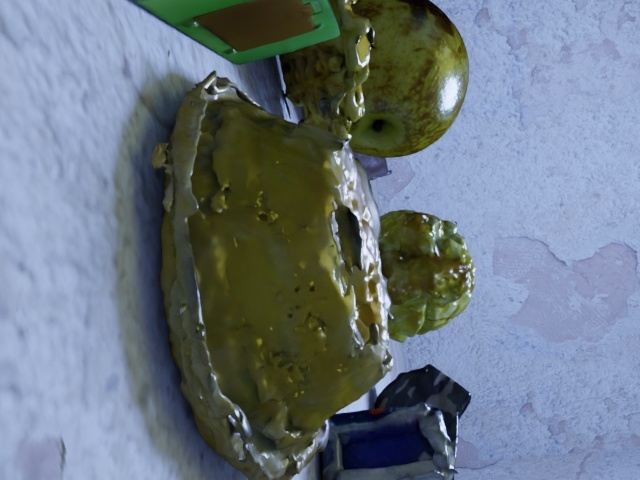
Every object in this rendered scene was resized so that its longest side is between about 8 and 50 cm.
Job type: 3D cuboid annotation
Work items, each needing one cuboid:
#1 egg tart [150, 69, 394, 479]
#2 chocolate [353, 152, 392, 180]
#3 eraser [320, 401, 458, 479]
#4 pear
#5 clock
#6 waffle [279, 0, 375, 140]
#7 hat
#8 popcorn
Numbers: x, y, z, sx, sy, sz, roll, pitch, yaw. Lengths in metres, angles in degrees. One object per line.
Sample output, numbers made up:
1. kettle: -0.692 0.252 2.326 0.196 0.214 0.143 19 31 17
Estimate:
1. egg tart: -0.012 0.024 0.425 0.315 0.120 0.315 -10 90 -77
2. chocolate: 0.099 -0.278 1.427 0.321 0.111 0.112 63 11 -59
3. eraser: 0.103 0.312 0.743 0.332 0.154 0.102 68 15 -55
4. pear: 0.101 -0.276 0.894 0.283 0.283 0.284 -9 90 -80
5. clock: -0.075 -0.287 0.415 0.220 0.106 0.255 -45 121 -80
6. waffle: -0.013 -0.250 0.642 0.280 0.060 0.262 96 -28 -61
7. hat: 0.171 0.465 1.155 0.381 0.257 0.366 -37 144 -39
8. popcorn: 0.185 0.063 1.178 0.247 0.282 0.282 61 23 -58
